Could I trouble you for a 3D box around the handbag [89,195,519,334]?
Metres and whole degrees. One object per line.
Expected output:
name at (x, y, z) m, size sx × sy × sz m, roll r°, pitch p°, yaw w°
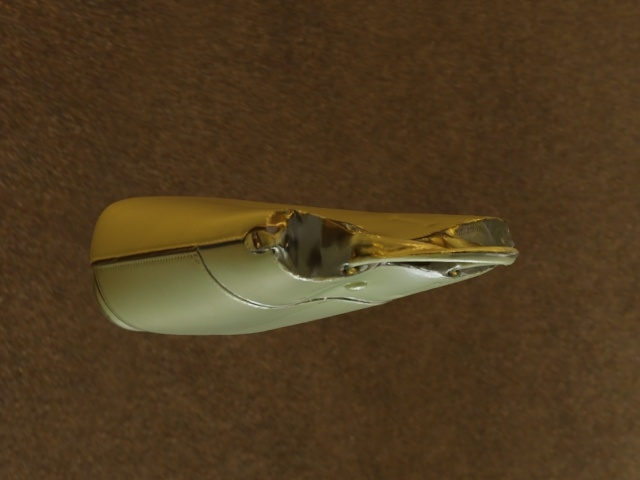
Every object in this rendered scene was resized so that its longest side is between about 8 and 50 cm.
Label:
handbag at (0.000, 0.000, 0.931) m, size 0.241 × 0.315 × 0.109 m, roll 0°, pitch 81°, yaw -44°
